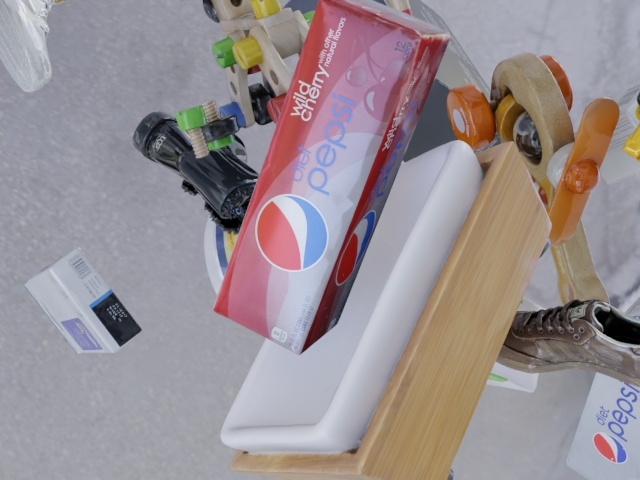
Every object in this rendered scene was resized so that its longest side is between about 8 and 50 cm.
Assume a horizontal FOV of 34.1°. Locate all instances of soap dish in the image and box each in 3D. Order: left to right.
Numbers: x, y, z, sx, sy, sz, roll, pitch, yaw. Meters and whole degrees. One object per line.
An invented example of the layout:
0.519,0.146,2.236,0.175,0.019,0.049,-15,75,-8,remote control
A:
0.055,0.072,0.854,0.118,0.229,0.291,36,66,-17,soap dish

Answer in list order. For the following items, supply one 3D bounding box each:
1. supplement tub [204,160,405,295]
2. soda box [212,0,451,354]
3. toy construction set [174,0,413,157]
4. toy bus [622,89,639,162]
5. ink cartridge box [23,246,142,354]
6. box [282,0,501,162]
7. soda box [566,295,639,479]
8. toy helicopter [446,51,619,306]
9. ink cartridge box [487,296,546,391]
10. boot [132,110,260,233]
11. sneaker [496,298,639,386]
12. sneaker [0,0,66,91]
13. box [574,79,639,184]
0.000,0.000,1.658,0.228,0.316,0.228,43,38,-48,supplement tub
0.007,-0.051,0.803,0.092,0.083,0.263,-28,141,-66,soda box
-0.041,-0.273,1.321,0.309,0.257,0.237,-17,101,5,toy construction set
0.417,-0.151,1.089,0.211,0.149,0.220,-42,163,-48,toy bus
-0.396,0.106,1.709,0.065,0.333,0.165,-40,100,-22,ink cartridge box
0.138,-0.291,1.824,0.179,0.343,0.312,-40,143,21,box
0.376,0.188,1.228,0.091,0.098,0.286,-38,147,-31,soda box
0.292,-0.055,1.259,0.140,0.235,0.355,-21,101,-10,toy helicopter
0.124,0.108,1.342,0.198,0.273,0.114,25,75,-52,ink cartridge box
-0.126,-0.083,1.466,0.094,0.207,0.246,-55,155,9,boot
0.226,0.077,0.919,0.066,0.188,0.071,-54,140,-43,sneaker
-0.445,-0.377,1.654,0.169,0.292,0.108,-16,164,-36,sneaker
0.407,-0.145,1.356,0.087,0.102,0.101,50,57,-9,box
